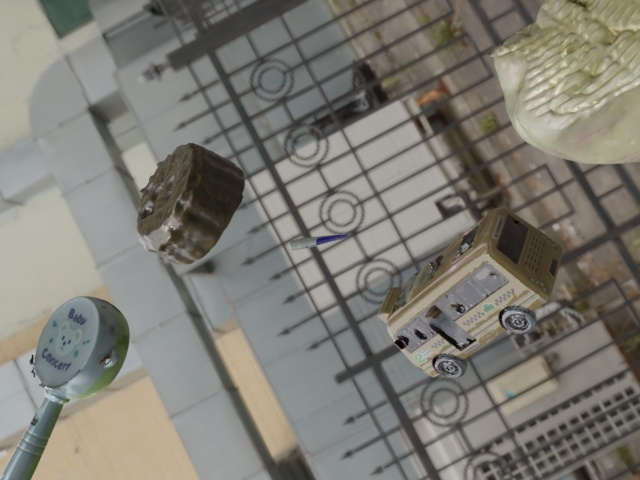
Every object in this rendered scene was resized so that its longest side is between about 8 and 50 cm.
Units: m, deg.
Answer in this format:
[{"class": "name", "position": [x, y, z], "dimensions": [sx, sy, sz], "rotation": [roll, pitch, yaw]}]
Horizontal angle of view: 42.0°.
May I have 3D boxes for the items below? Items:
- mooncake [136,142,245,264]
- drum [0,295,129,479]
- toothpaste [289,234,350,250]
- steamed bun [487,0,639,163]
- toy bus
[{"class": "mooncake", "position": [-0.252, -0.070, 1.553], "dimensions": [0.124, 0.228, 0.228], "rotation": [34, -163, -34]}, {"class": "drum", "position": [-0.310, 0.175, 0.941], "dimensions": [0.049, 0.253, 0.130], "rotation": [35, -178, -45]}, {"class": "toothpaste", "position": [0.000, 0.000, 1.128], "dimensions": [0.024, 0.083, 0.015], "rotation": [95, 165, -82]}, {"class": "steamed bun", "position": [0.362, -0.222, 0.981], "dimensions": [0.206, 0.320, 0.275], "rotation": [33, -176, -39]}, {"class": "toy bus", "position": [0.224, 0.085, 1.280], "dimensions": [0.157, 0.289, 0.139], "rotation": [38, -134, -6]}]
